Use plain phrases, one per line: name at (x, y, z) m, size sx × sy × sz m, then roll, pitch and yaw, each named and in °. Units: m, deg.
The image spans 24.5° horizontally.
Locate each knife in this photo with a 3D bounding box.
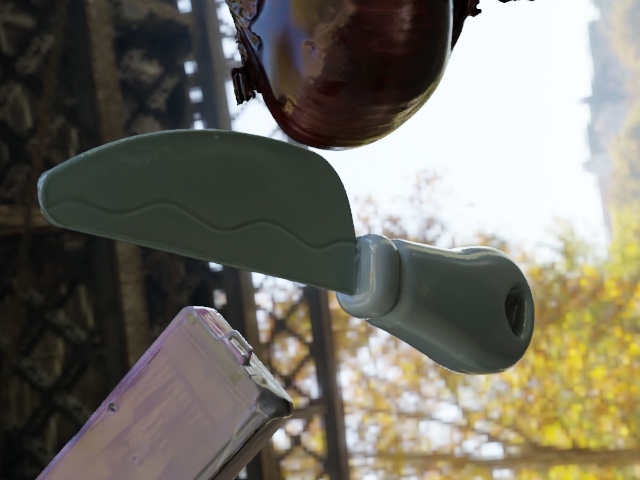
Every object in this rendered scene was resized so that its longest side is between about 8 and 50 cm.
knife at (0.001, -0.002, 0.709) m, size 0.331 × 0.044 × 0.080 m, roll 23°, pitch -112°, yaw -45°

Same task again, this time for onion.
onion at (0.053, -0.214, 1.277) m, size 0.273 × 0.285 × 0.273 m, roll 178°, pitch 90°, yaw -85°

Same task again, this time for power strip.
power strip at (-0.137, 0.174, 1.099) m, size 0.109 × 0.279 × 0.037 m, roll 48°, pitch -164°, yaw 22°
